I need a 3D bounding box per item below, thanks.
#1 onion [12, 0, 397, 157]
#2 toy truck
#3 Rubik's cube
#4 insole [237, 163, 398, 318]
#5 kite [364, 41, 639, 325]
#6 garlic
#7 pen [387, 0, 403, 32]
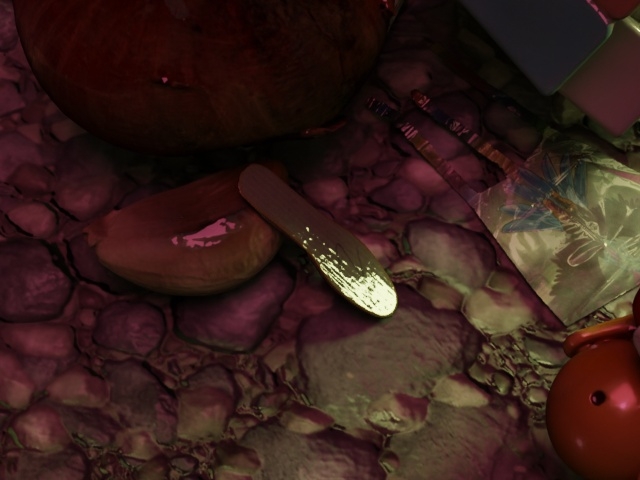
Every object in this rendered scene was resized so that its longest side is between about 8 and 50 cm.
[{"bbox_3d":[-0.100,-0.238,1.670,0.353,0.353,0.354,-1,62,1],"label":"onion"},{"bbox_3d":[0.311,0.098,1.508,0.239,0.265,0.189,-14,61,-18],"label":"toy truck"},{"bbox_3d":[0.265,-0.304,1.643,0.368,0.358,0.387,20,34,-37],"label":"Rubik's cube"},{"bbox_3d":[0.000,0.000,1.650,0.188,0.004,0.064,42,49,-11],"label":"insole"},{"bbox_3d":[0.192,-0.068,1.728,0.169,0.015,0.310,-37,70,-16],"label":"kite"},{"bbox_3d":[-0.106,-0.001,1.665,0.195,0.087,0.101,-20,50,-8],"label":"garlic"},{"bbox_3d":[0.084,-0.265,1.826,0.025,0.025,0.204,21,65,12],"label":"pen"}]
